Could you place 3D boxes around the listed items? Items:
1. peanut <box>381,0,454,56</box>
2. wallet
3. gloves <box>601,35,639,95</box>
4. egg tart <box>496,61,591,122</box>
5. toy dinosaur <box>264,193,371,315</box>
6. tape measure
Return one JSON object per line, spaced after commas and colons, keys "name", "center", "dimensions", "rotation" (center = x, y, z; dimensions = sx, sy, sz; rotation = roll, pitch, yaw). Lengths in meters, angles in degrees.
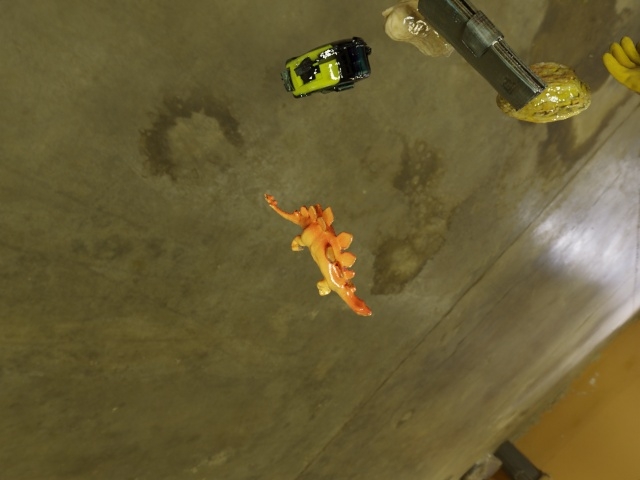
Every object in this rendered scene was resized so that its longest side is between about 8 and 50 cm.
{"name": "peanut", "center": [0.321, -0.667, 1.250], "dimensions": [0.291, 0.143, 0.159], "rotation": [2, 115, -35]}
{"name": "wallet", "center": [0.315, -0.395, 0.827], "dimensions": [0.044, 0.317, 0.169], "rotation": [-42, 177, 13]}
{"name": "gloves", "center": [0.869, -0.443, 1.081], "dimensions": [0.133, 0.294, 0.116], "rotation": [-7, 149, -11]}
{"name": "egg tart", "center": [0.745, -0.506, 1.366], "dimensions": [0.294, 0.294, 0.123], "rotation": [-31, 133, -15]}
{"name": "toy dinosaur", "center": [0.000, 0.000, 0.674], "dimensions": [0.070, 0.288, 0.117], "rotation": [-24, 158, -32]}
{"name": "tape measure", "center": [0.025, -0.408, 0.978], "dimensions": [0.199, 0.186, 0.112], "rotation": [-26, 108, -25]}
